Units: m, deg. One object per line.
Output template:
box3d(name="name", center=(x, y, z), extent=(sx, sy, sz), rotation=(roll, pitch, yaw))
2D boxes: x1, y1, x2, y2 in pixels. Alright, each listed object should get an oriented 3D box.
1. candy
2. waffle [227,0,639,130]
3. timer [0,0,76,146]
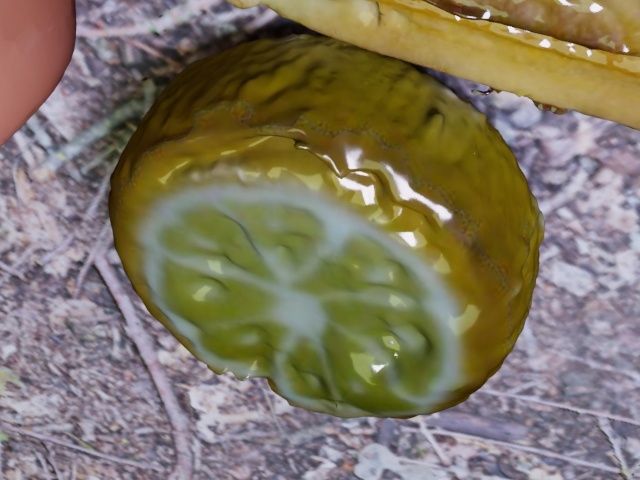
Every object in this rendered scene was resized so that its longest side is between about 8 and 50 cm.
box3d(name="candy", center=(0.000, 0.000, 0.850), extent=(0.259, 0.118, 0.260), rotation=(13, 136, 13))
box3d(name="waffle", center=(0.120, -0.150, 0.589), extent=(0.327, 0.224, 0.098), rotation=(18, 144, 3))
box3d(name="timer", center=(-0.249, -0.125, 0.748), extent=(0.229, 0.230, 0.215), rotation=(-28, 111, 38))
